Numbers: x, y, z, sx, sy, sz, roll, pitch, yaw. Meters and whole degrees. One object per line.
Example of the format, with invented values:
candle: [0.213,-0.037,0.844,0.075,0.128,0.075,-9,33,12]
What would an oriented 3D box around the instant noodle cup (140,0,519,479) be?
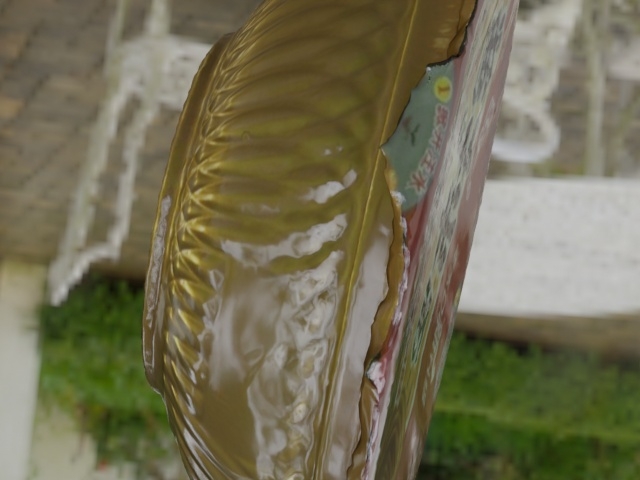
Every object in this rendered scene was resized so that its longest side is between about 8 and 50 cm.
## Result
instant noodle cup: [0.000,0.000,0.642,0.090,0.274,0.274,12,172,7]
